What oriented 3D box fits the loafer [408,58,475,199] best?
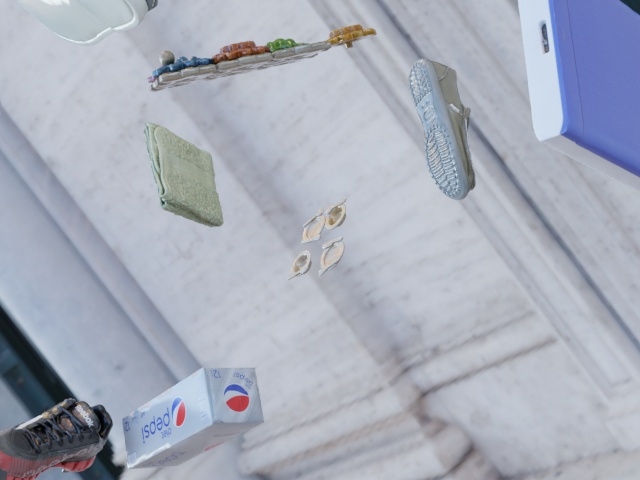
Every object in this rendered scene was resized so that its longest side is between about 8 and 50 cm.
[{"bbox_3d":[0.225,-0.193,1.842,0.087,0.251,0.094,-9,-8,-26],"label":"loafer"}]

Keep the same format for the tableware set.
[{"bbox_3d":[0.000,0.000,1.995,0.141,0.020,0.169,-27,41,44],"label":"tableware set"}]

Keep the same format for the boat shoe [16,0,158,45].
[{"bbox_3d":[-0.284,-0.317,1.339,0.319,0.116,0.099,10,62,53],"label":"boat shoe"}]

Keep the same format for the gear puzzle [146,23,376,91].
[{"bbox_3d":[-0.078,-0.272,1.541,0.339,0.044,0.175,-14,6,-13],"label":"gear puzzle"}]

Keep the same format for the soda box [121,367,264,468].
[{"bbox_3d":[-0.208,0.286,1.723,0.098,0.091,0.286,5,-26,-37],"label":"soda box"}]

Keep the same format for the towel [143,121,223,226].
[{"bbox_3d":[-0.161,-0.075,1.292,0.027,0.110,0.148,-20,-19,17],"label":"towel"}]

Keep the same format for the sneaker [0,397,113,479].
[{"bbox_3d":[-0.432,0.315,1.732,0.135,0.097,0.276,-46,-20,16],"label":"sneaker"}]

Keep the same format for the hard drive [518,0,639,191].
[{"bbox_3d":[0.320,-0.164,1.163,0.040,0.210,0.318,-19,-24,39],"label":"hard drive"}]
